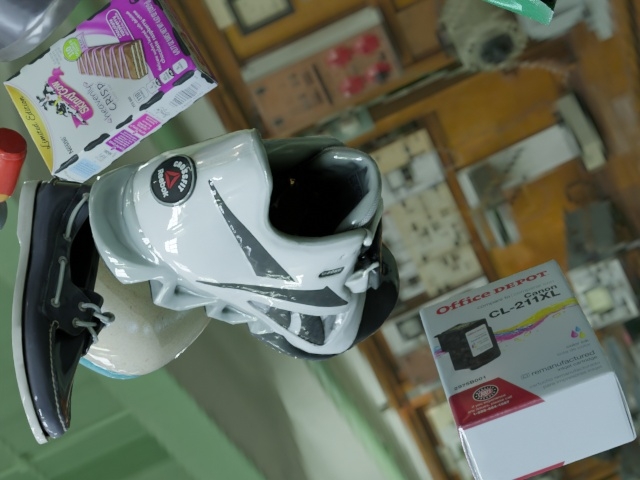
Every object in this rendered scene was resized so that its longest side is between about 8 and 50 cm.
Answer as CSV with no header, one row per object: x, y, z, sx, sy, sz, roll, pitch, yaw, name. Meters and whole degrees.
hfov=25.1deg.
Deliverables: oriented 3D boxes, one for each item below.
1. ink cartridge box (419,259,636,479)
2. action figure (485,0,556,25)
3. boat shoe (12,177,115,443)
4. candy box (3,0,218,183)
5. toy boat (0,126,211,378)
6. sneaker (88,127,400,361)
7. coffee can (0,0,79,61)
0.160,0.104,1.152,0.175,0.127,0.072,-104,-8,-61,ink cartridge box
0.089,-0.243,1.201,0.137,0.232,0.063,-54,-20,-75,action figure
-0.182,0.044,1.032,0.075,0.065,0.206,85,179,-61,boat shoe
-0.269,-0.200,1.833,0.159,0.233,0.071,58,-169,22,candy box
-0.263,0.014,1.574,0.318,0.148,0.267,36,-143,3,toy boat
0.000,0.000,1.002,0.330,0.146,0.122,16,-127,-59,sneaker
-0.302,-0.281,1.037,0.275,0.201,0.201,29,-155,-35,coffee can
